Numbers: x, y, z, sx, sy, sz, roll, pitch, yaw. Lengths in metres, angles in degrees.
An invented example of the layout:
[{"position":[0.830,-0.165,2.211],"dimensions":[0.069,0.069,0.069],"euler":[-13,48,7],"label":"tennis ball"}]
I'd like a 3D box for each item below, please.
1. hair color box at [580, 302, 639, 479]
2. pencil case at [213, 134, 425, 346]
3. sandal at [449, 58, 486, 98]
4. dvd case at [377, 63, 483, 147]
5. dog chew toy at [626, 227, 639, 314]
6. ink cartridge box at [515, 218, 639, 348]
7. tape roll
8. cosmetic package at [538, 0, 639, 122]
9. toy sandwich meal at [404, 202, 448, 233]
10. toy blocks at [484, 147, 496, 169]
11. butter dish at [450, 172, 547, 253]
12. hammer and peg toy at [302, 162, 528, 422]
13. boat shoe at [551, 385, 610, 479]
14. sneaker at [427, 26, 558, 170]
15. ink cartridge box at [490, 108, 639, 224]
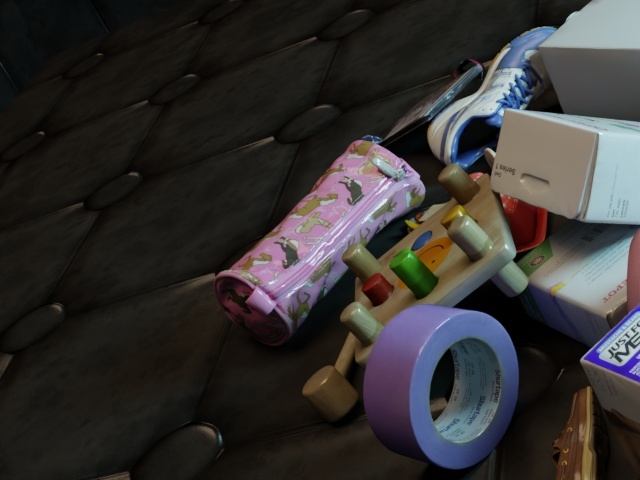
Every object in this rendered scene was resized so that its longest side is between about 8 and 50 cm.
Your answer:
[{"position":[0.422,0.195,1.139],"dimensions":[0.110,0.185,0.339],"euler":[-39,28,-16],"label":"hair color box"},{"position":[0.000,0.000,1.919],"dimensions":[0.160,0.167,0.386],"euler":[28,58,28],"label":"pencil case"},{"position":[0.288,-0.320,2.325],"dimensions":[0.067,0.040,0.179],"euler":[-26,27,7],"label":"sandal"},{"position":[0.187,-0.239,2.219],"dimensions":[0.164,0.018,0.221],"euler":[-44,9,-28],"label":"dvd case"},{"position":[0.507,0.052,1.306],"dimensions":[0.332,0.206,0.206],"euler":[1,37,21],"label":"dog chew toy"},{"position":[0.368,0.054,1.540],"dimensions":[0.154,0.093,0.212],"euler":[-37,25,-14],"label":"ink cartridge box"},{"position":[0.146,0.172,1.440],"dimensions":[0.080,0.189,0.189],"euler":[7,44,49],"label":"tape roll"},{"position":[0.551,-0.291,1.896],"dimensions":[0.197,0.155,0.365],"euler":[-40,28,-22],"label":"cosmetic package"},{"position":[0.175,-0.036,1.951],"dimensions":[0.086,0.029,0.085],"euler":[-22,27,12],"label":"toy sandwich meal"},{"position":[0.355,-0.154,1.959],"dimensions":[0.148,0.054,0.123],"euler":[-31,25,-7],"label":"toy blocks"},{"position":[0.249,-0.049,1.804],"dimensions":[0.160,0.118,0.160],"euler":[-16,30,23],"label":"butter dish"},{"position":[0.105,0.066,1.639],"dimensions":[0.361,0.127,0.266],"euler":[-40,18,18],"label":"hammer and peg toy"},{"position":[0.285,0.231,1.342],"dimensions":[0.060,0.064,0.178],"euler":[-14,33,23],"label":"boat shoe"},{"position":[0.315,-0.228,2.038],"dimensions":[0.296,0.112,0.131],"euler":[-46,25,14],"label":"sneaker"},{"position":[0.397,-0.095,1.592],"dimensions":[0.278,0.117,0.201],"euler":[2,13,-29],"label":"ink cartridge box"}]
